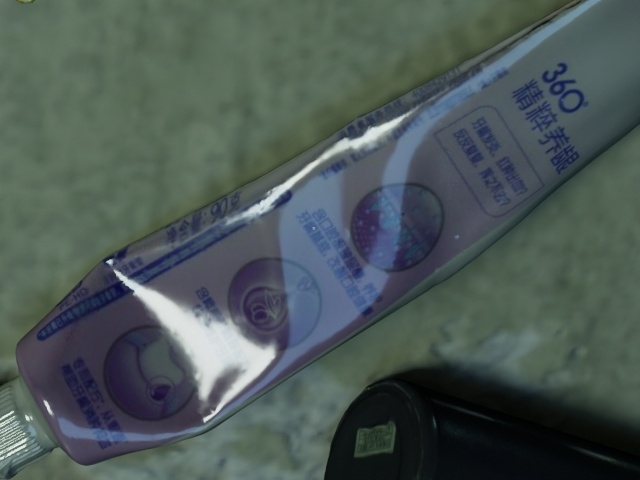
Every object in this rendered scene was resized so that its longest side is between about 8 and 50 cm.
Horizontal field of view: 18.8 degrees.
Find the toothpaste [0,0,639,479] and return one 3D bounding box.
[{"bbox_3d":[0.000,0.000,0.677,0.301,0.048,0.075,-31,120,7],"label":"toothpaste"}]

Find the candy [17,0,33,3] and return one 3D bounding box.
[{"bbox_3d":[-0.113,-0.187,0.461,0.187,0.081,0.297,-10,122,-2],"label":"candy"}]

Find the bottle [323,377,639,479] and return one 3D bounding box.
[{"bbox_3d":[0.117,0.124,0.793,0.244,0.072,0.082,18,79,-29],"label":"bottle"}]
